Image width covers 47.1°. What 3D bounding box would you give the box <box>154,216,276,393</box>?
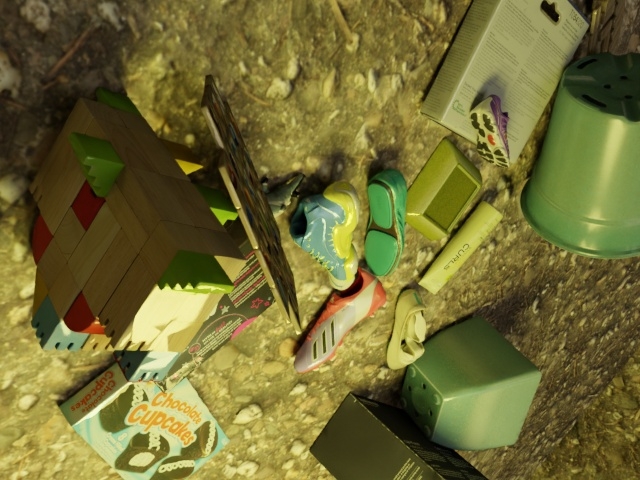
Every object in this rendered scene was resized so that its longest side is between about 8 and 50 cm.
[{"bbox_3d":[-0.203,0.071,1.105,0.247,0.163,0.142,-39,136,-17],"label":"box"}]

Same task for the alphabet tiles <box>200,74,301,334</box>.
[{"bbox_3d":[-0.092,-0.050,1.009,0.011,0.285,0.342,-19,116,3],"label":"alphabet tiles"}]

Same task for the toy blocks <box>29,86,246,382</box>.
[{"bbox_3d":[-0.256,0.022,0.884,0.191,0.381,0.261,12,121,-50],"label":"toy blocks"}]

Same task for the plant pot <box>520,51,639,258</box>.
[{"bbox_3d":[0.622,-0.196,1.569,0.341,0.341,0.334,-31,140,-25],"label":"plant pot"}]

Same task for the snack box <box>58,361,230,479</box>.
[{"bbox_3d":[-0.294,0.324,1.287,0.187,0.060,0.322,-39,139,-17],"label":"snack box"}]

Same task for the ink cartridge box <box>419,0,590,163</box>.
[{"bbox_3d":[0.368,-0.343,1.440,0.324,0.071,0.330,16,103,-50],"label":"ink cartridge box"}]

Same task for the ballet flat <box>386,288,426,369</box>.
[{"bbox_3d":[0.205,0.225,1.692,0.086,0.086,0.248,-25,134,-30],"label":"ballet flat"}]

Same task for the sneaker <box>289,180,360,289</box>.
[{"bbox_3d":[0.000,0.000,1.335,0.126,0.091,0.240,-12,129,-16],"label":"sneaker"}]

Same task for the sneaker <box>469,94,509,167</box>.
[{"bbox_3d":[0.341,-0.206,1.405,0.071,0.068,0.170,-48,141,-18],"label":"sneaker"}]

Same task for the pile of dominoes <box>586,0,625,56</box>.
[{"bbox_3d":[0.615,-0.464,1.619,0.196,0.040,0.251,-48,147,-29],"label":"pile of dominoes"}]

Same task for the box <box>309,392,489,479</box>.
[{"bbox_3d":[0.205,0.551,1.754,0.179,0.312,0.343,-55,141,3],"label":"box"}]

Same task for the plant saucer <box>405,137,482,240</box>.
[{"bbox_3d":[0.262,-0.094,1.538,0.188,0.045,0.188,-56,141,3],"label":"plant saucer"}]

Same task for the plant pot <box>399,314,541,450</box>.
[{"bbox_3d":[0.346,0.371,1.828,0.252,0.248,0.247,-8,124,-29],"label":"plant pot"}]

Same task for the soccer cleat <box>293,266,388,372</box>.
[{"bbox_3d":[0.027,0.162,1.486,0.248,0.083,0.095,-42,111,-6],"label":"soccer cleat"}]

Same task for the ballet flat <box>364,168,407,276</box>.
[{"bbox_3d":[0.138,-0.037,1.434,0.087,0.083,0.247,-42,144,-35],"label":"ballet flat"}]

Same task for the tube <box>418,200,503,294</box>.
[{"bbox_3d":[0.319,0.020,1.674,0.070,0.062,0.240,39,95,-11],"label":"tube"}]

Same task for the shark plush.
[{"bbox_3d":[-0.082,-0.072,1.209,0.161,0.073,0.067,-30,106,-20],"label":"shark plush"}]
